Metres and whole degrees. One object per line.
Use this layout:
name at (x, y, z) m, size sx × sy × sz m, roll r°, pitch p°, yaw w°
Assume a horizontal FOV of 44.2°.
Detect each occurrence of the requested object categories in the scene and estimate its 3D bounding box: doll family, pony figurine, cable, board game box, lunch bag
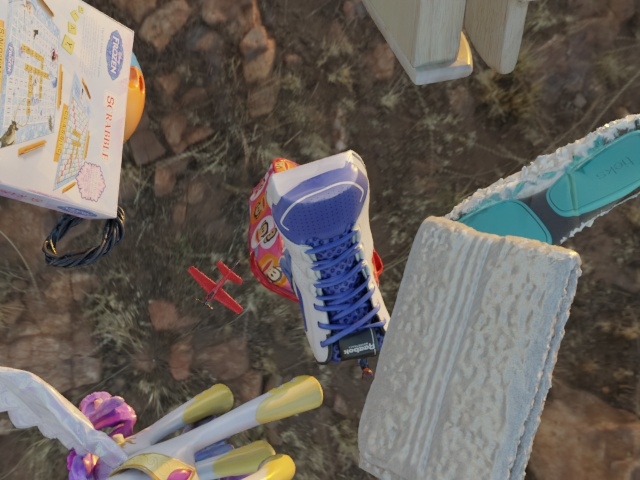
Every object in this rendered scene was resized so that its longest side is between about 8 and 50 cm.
doll family at (0.089, 0.222, 1.720) m, size 0.076 × 0.193 × 0.111 m, roll -28°, pitch 45°, yaw 3°
pony figurine at (-0.220, 0.260, 0.889) m, size 0.363 × 0.351 × 0.303 m, roll -13°, pitch 89°, yaw -42°
cable at (-0.485, -0.006, 1.616) m, size 0.150 × 0.047 × 0.184 m, roll 29°, pitch 65°, yaw 24°
board game box at (-0.413, -0.215, 1.150) m, size 0.065 × 0.318 × 0.319 m, roll -2°, pitch 79°, yaw 28°
lunch bag at (0.000, 0.000, 1.439) m, size 0.258 × 0.120 × 0.293 m, roll 26°, pitch 32°, yaw -24°

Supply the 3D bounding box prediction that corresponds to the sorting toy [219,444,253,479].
sorting toy at (-0.182, 0.413, 1.135) m, size 0.126 × 0.366 × 0.127 m, roll 34°, pitch 115°, yaw -11°

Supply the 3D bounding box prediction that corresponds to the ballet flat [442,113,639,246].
ballet flat at (0.347, -0.063, 1.216) m, size 0.408 × 0.147 × 0.147 m, roll -29°, pitch 88°, yaw 25°

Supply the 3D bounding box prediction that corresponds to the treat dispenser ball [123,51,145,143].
treat dispenser ball at (-0.487, -0.291, 1.533) m, size 0.288 × 0.288 × 0.288 m, roll 2°, pitch 81°, yaw -12°

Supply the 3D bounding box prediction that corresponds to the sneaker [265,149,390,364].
sneaker at (0.027, 0.042, 0.948) m, size 0.127 × 0.316 × 0.182 m, roll -20°, pitch 65°, yaw -9°

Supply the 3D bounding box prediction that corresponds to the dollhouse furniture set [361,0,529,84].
dollhouse furniture set at (0.207, -0.224, 0.542) m, size 0.303 × 0.198 × 0.286 m, roll -12°, pitch 46°, yaw -10°

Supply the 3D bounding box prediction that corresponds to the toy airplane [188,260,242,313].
toy airplane at (-0.217, 0.098, 1.702) m, size 0.151 × 0.151 × 0.028 m, roll 42°, pitch 32°, yaw -3°

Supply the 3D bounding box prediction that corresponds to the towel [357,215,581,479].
towel at (0.142, 0.126, 0.786) m, size 0.049 × 0.187 × 0.282 m, roll 18°, pitch 89°, yaw -45°
